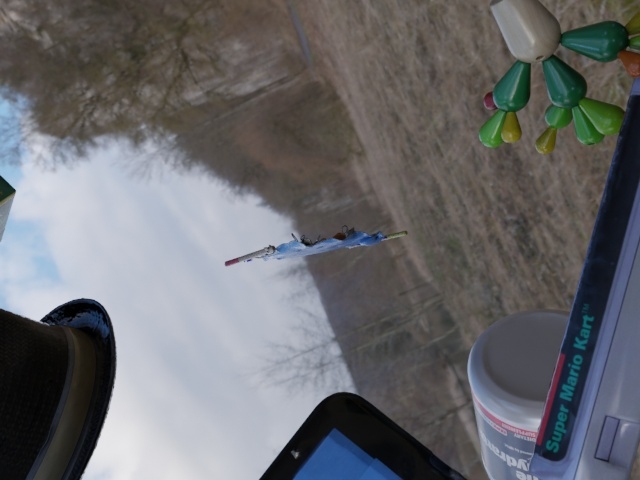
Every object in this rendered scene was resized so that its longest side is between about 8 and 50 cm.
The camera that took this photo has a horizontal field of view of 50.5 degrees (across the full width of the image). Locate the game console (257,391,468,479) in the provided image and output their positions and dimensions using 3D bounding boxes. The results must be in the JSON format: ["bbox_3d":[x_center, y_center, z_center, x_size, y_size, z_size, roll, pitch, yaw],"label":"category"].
[{"bbox_3d":[0.031,0.301,0.451,0.173,0.293,0.250,39,178,-32],"label":"game console"}]

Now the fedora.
[{"bbox_3d":[-0.363,0.186,0.707,0.152,0.334,0.334,38,-157,-37],"label":"fedora"}]

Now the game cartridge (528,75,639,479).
[{"bbox_3d":[0.215,0.035,0.480,0.230,0.068,0.354,13,-88,-63],"label":"game cartridge"}]

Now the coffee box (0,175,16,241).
[{"bbox_3d":[-0.503,-0.015,0.971,0.040,0.184,0.113,45,-129,-4],"label":"coffee box"}]

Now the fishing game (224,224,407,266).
[{"bbox_3d":[0.000,0.000,1.009,0.189,0.264,0.041,-17,82,54],"label":"fishing game"}]

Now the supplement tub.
[{"bbox_3d":[0.309,0.246,0.920,0.191,0.191,0.272,-105,-2,-55],"label":"supplement tub"}]

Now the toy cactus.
[{"bbox_3d":[0.235,-0.173,0.661,0.180,0.219,0.112,48,-125,-19],"label":"toy cactus"}]
